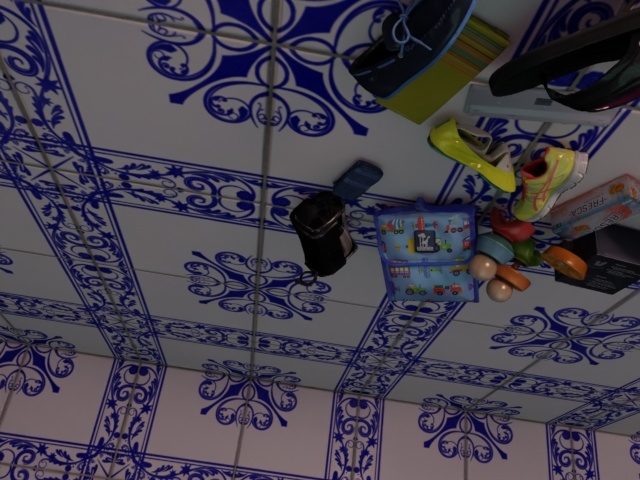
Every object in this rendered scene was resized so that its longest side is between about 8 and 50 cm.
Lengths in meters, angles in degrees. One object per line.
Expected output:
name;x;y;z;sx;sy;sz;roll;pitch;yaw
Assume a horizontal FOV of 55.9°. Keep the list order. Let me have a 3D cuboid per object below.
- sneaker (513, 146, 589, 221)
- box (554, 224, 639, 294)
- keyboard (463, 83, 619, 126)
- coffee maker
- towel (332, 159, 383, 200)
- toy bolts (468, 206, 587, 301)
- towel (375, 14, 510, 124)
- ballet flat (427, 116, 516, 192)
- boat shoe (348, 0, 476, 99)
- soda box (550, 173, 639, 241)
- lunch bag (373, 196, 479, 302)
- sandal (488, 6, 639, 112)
sneaker;0.426;-0.115;1.181;0.094;0.081;0.208;19;143;-5
box;0.646;0.041;1.376;0.156;0.093;0.158;13;151;-10
keyboard;0.382;-0.233;1.040;0.256;0.014;0.072;5;146;4
coffee maker;0.000;0.000;1.382;0.120;0.171;0.178;15;153;22
towel;0.078;-0.127;1.281;0.067;0.029;0.119;20;148;-21
toy bolts;0.434;0.060;1.326;0.228;0.158;0.218;37;176;-35
towel;0.194;-0.279;0.996;0.102;0.021;0.237;25;148;-17
ballet flat;0.305;-0.161;1.129;0.231;0.077;0.077;25;130;-25
boat shoe;0.126;-0.295;0.896;0.089;0.109;0.258;23;146;-19
soda box;0.567;-0.064;1.239;0.058;0.063;0.183;24;147;-25
lunch bag;0.254;0.006;1.409;0.221;0.138;0.293;-1;137;17
sandal;0.454;-0.253;0.826;0.446;0.107;0.167;-11;178;29
